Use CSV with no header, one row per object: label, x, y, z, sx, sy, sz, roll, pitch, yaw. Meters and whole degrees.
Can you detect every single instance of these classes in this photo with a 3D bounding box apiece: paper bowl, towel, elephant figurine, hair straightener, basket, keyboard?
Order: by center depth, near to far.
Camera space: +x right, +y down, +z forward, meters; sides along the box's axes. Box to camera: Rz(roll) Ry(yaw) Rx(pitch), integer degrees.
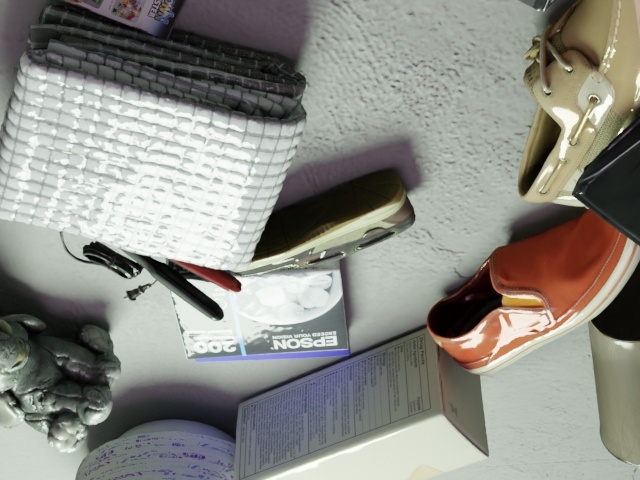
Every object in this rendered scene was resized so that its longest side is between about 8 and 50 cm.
keyboard,0.389,-0.063,1.139,0.201,0.033,0.317,-39,143,21
towel,-0.176,-0.098,1.159,0.284,0.121,0.235,12,136,-14
hair straightener,-0.207,0.031,1.298,0.230,0.047,0.089,28,105,-9
basket,0.409,0.144,1.374,0.204,0.154,0.227,-16,130,15
elephant figurine,-0.375,0.145,1.386,0.239,0.169,0.186,24,117,-30
paper bowl,-0.201,0.357,1.602,0.284,0.148,0.284,1,135,1

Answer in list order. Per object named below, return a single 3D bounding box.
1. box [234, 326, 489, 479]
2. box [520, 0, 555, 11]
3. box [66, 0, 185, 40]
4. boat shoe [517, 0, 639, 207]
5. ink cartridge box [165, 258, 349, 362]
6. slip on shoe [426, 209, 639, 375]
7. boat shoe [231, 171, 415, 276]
box,0.048,0.242,1.483,0.311,0.148,0.121,-23,132,25
box,0.131,-0.339,0.866,0.216,0.060,0.270,33,137,18
box,-0.151,-0.282,1.023,0.114,0.036,0.207,19,133,-18
boat shoe,0.249,-0.151,1.089,0.110,0.121,0.341,-1,137,1
ink cartridge box,-0.071,0.096,1.405,0.206,0.045,0.208,-4,137,4
slip on shoe,0.242,0.044,1.300,0.101,0.123,0.331,29,134,-21
boat shoe,0.001,-0.001,1.279,0.223,0.080,0.073,-23,126,17
